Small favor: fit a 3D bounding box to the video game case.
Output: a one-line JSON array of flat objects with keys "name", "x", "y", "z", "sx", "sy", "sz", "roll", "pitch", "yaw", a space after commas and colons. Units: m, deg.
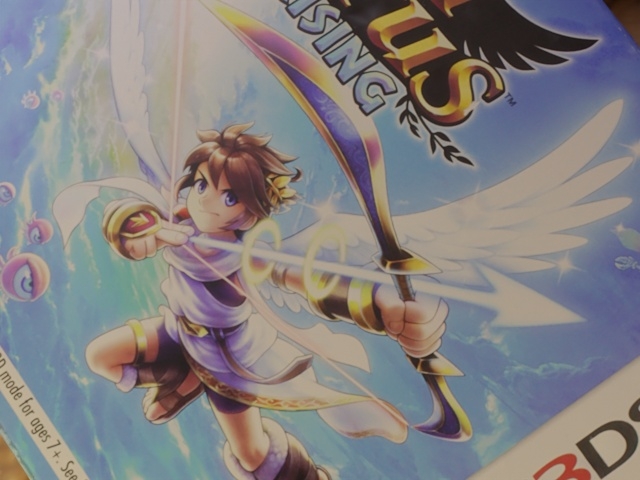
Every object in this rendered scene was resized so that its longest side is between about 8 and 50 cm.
[{"name": "video game case", "x": 0.000, "y": 0.000, "z": 0.629, "sx": 0.244, "sy": 0.061, "sz": 0.269, "roll": -35, "pitch": 78, "yaw": -7}]
